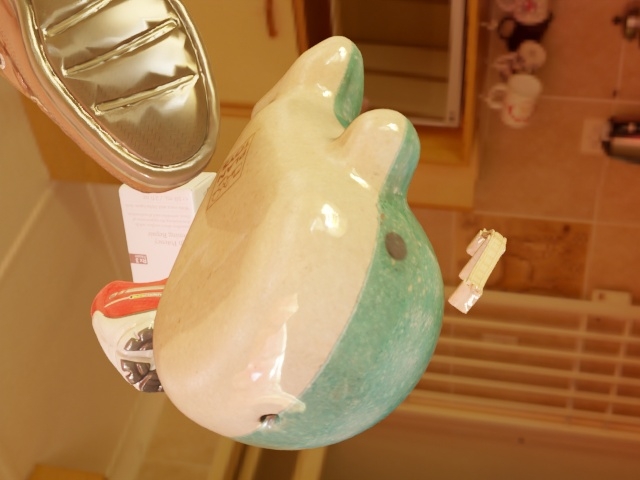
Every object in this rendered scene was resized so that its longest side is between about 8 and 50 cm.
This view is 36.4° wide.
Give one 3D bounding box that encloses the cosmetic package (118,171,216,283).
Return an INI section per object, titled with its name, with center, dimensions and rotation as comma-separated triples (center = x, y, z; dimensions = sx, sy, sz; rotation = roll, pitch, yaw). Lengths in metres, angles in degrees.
[cosmetic package]
center = -0.198, 0.023, 1.358
dimensions = 0.085, 0.117, 0.231
rotation = -47, -44, -62

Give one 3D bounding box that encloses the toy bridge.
[toy bridge]
center = 0.183, 0.022, 1.103
dimensions = 0.063, 0.026, 0.188
rotation = -54, -1, 23

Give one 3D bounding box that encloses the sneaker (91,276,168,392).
[sneaker]
center = -0.089, 0.060, 0.942
dimensions = 0.279, 0.118, 0.107
rotation = -2, -57, -40

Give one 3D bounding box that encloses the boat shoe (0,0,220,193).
[boat shoe]
center = -0.173, -0.148, 0.660
dimensions = 0.110, 0.307, 0.104
rotation = -28, -14, -29

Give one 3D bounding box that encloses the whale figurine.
[whale figurine]
center = 0.000, 0.000, 0.595
dimensions = 0.216, 0.141, 0.272
rotation = -42, 30, 39
